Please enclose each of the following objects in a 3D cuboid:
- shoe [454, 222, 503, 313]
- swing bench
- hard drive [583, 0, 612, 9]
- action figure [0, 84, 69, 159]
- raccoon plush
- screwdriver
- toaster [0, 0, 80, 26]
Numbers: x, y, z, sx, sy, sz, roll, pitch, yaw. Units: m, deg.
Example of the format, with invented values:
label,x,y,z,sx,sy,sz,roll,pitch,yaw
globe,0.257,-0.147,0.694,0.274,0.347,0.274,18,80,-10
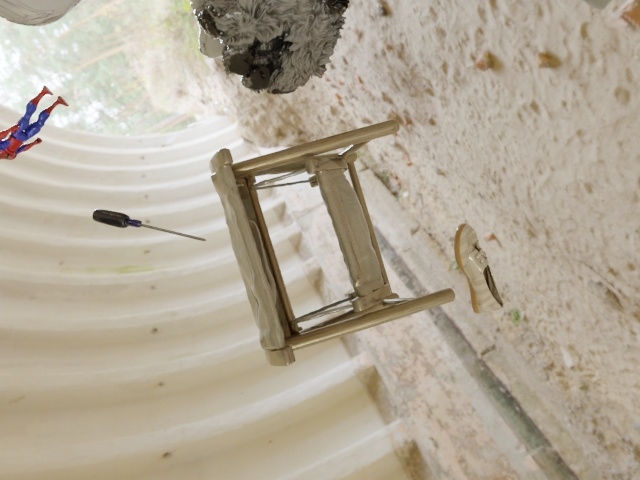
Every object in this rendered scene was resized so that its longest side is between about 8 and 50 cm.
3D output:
label,x,y,z,sx,sy,sz,roll,pitch,yaw
shoe,0.325,0.058,0.986,0.058,0.076,0.219,0,125,38
swing bench,0.000,0.000,0.648,0.165,0.254,0.254,-23,83,69
hard drive,0.295,-0.441,0.471,0.233,0.353,0.047,37,-176,7
action figure,-0.341,-0.124,0.554,0.030,0.115,0.038,45,-179,21
raccoon plush,-0.048,-0.461,0.858,0.216,0.446,0.299,48,-161,-53
screwdriver,-0.245,-0.021,0.697,0.025,0.169,0.024,-80,1,-65
toaster,-0.173,-0.244,0.289,0.129,0.227,0.147,29,-154,-54
